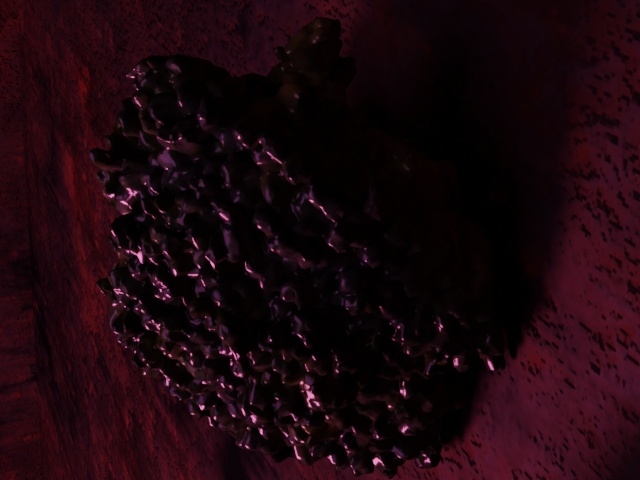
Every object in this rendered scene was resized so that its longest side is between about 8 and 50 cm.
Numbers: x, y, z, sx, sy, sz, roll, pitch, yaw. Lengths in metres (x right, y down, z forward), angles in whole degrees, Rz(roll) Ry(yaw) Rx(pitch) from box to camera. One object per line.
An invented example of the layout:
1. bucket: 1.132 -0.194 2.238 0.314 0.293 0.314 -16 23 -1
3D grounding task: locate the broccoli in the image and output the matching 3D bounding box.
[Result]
1. broccoli: 0.000 0.000 0.585 0.288 0.247 0.246 96 -169 -49
